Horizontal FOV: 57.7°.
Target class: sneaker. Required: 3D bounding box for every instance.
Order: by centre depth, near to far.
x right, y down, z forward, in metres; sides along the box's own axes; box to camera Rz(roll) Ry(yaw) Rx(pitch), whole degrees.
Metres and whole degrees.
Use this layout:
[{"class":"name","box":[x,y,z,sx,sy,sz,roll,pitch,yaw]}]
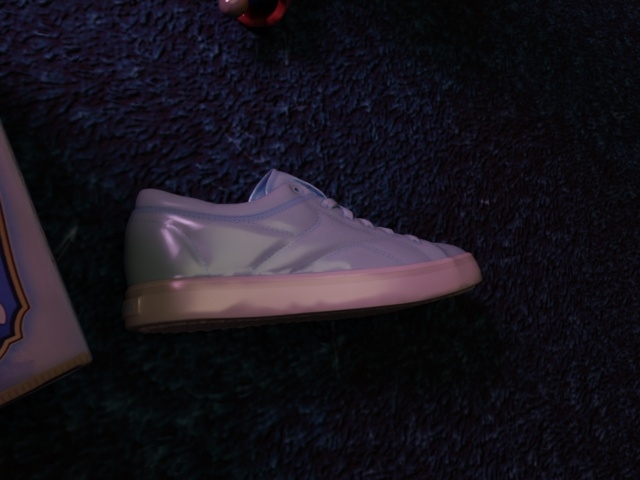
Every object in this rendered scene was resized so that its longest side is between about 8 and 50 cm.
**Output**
[{"class":"sneaker","box":[0.000,0.000,0.557,0.366,0.135,0.150,-1,78,-29]}]

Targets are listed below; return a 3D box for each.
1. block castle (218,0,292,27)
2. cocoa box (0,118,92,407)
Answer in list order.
[{"class":"block castle","box":[-0.042,-0.433,0.484,0.303,0.453,0.213,39,53,-14]},{"class":"cocoa box","box":[-0.305,-0.065,0.287,0.228,0.231,0.347,-25,116,-32]}]
